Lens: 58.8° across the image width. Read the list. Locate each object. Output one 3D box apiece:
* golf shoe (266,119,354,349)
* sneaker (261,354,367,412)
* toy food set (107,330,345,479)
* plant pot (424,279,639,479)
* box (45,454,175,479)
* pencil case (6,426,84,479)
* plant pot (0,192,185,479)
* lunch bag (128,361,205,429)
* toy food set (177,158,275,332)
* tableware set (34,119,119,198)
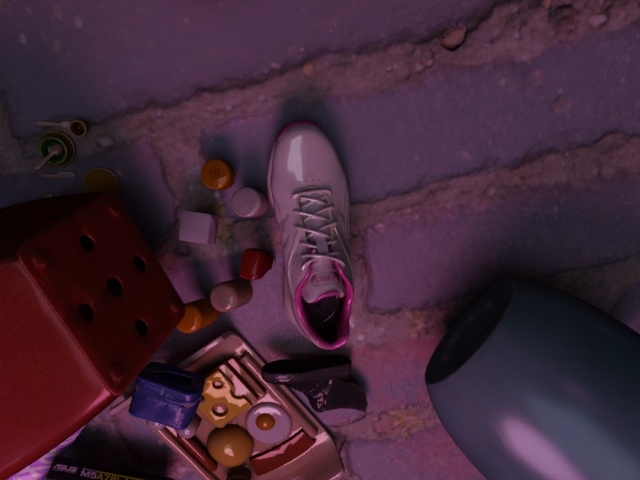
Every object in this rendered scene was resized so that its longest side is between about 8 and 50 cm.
[{"bbox_3d":[0.000,0.000,0.742,0.115,0.140,0.306,-10,110,-9],"label":"golf shoe"},{"bbox_3d":[-0.008,0.225,0.862,0.170,0.051,0.089,-2,105,-22],"label":"sneaker"},{"bbox_3d":[-0.139,0.305,0.874,0.220,0.092,0.306,-35,107,10],"label":"toy food set"},{"bbox_3d":[0.285,0.195,0.763,0.235,0.293,0.293,39,104,2],"label":"plant pot"},{"bbox_3d":[-0.339,0.421,0.900,0.184,0.045,0.190,17,127,-9],"label":"box"},{"bbox_3d":[-0.409,0.283,0.857,0.086,0.088,0.206,33,106,-10],"label":"pencil case"},{"bbox_3d":[-0.324,0.088,0.664,0.236,0.267,0.267,-21,107,19],"label":"plant pot"},{"bbox_3d":[-0.206,0.210,0.784,0.098,0.067,0.065,16,103,-1],"label":"lunch bag"},{"bbox_3d":[-0.124,0.010,0.785,0.111,0.104,0.232,7,92,9],"label":"toy food set"},{"bbox_3d":[-0.325,-0.085,0.762,0.104,0.024,0.154,1,109,-3],"label":"tableware set"}]
